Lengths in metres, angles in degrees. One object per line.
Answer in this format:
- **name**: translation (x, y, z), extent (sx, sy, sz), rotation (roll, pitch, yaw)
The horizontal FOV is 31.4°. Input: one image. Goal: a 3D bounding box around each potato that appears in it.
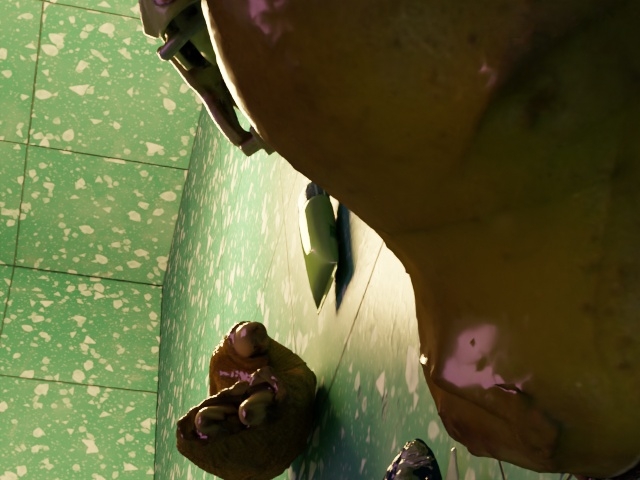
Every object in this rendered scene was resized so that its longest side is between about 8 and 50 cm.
- **potato**: translation (0.059, -0.075, 0.689), extent (0.290, 0.296, 0.397), rotation (-127, 49, -75)

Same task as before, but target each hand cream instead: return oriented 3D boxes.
- **hand cream**: translation (0.000, 0.000, 1.471), extent (0.095, 0.046, 0.175), rotation (112, 155, -44)

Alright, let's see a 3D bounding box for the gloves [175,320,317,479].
- **gloves**: translation (-0.083, 0.206, 1.444), extent (0.356, 0.155, 0.203), rotation (63, -138, -85)

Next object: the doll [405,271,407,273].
- **doll**: translation (0.085, -0.038, 1.068), extent (0.109, 0.057, 0.169), rotation (112, 159, -57)

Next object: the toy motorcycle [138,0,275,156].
- **toy motorcycle**: translation (-0.133, -0.282, 1.592), extent (0.169, 0.410, 0.237), rotation (-37, 30, 12)

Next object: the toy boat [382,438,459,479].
- **toy boat**: translation (0.092, 0.234, 0.857), extent (0.291, 0.070, 0.210), rotation (117, 154, -46)
